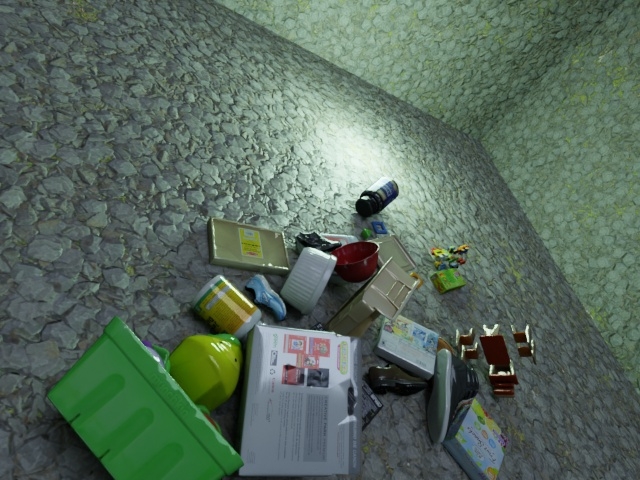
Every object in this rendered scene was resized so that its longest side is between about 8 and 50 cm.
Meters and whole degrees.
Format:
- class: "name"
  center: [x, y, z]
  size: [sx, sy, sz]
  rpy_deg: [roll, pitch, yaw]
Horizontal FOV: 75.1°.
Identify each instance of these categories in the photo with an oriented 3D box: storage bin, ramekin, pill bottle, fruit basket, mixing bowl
- class: "storage bin"
  center: [0.148, 0.217, 1.307]
  size: [0.123, 0.262, 0.260]
  rpy_deg: [44, 38, 5]
- class: "ramekin"
  center: [-0.043, 0.119, 1.293]
  size: [0.109, 0.207, 0.207]
  rpy_deg: [28, 39, -3]
- class: "pill bottle"
  center: [-0.234, 0.201, 1.114]
  size: [0.208, 0.117, 0.117]
  rpy_deg: [43, 38, 1]
- class: "fruit basket"
  center: [-0.288, 0.312, 0.869]
  size: [0.392, 0.283, 0.392]
  rpy_deg: [10, 60, -18]
- class: "pill bottle"
  center: [0.255, -0.194, 1.893]
  size: [0.123, 0.123, 0.219]
  rpy_deg: [46, 51, 5]
- class: "mixing bowl"
  center: [0.123, 0.083, 1.436]
  size: [0.181, 0.181, 0.098]
  rpy_deg: [-44, 124, -52]

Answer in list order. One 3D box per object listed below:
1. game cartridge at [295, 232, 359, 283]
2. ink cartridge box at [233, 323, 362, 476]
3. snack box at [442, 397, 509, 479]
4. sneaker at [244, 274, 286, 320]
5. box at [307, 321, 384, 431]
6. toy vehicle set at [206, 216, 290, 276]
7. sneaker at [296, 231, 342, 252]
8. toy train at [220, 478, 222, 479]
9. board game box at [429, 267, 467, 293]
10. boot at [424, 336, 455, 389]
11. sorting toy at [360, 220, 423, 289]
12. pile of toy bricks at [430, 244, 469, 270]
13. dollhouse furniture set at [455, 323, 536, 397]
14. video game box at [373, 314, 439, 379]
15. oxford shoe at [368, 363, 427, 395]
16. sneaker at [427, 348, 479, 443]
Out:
- class: "game cartridge"
  center: [0.060, 0.067, 1.549]
  size: [0.294, 0.060, 0.196]
  rpy_deg: [3, 56, -39]
- class: "ink cartridge box"
  center: [-0.049, 0.374, 0.978]
  size: [0.272, 0.130, 0.309]
  rpy_deg: [10, 66, -15]
- class: "snack box"
  center: [0.508, 0.652, 1.353]
  size: [0.174, 0.070, 0.207]
  rpy_deg: [50, 40, 10]
- class: "sneaker"
  center: [-0.168, 0.183, 1.250]
  size: [0.073, 0.063, 0.162]
  rpy_deg: [-34, 73, -33]
- class: "box"
  center: [0.003, 0.410, 1.149]
  size: [0.307, 0.076, 0.242]
  rpy_deg: [51, 39, 12]
- class: "toy vehicle set"
  center: [-0.232, 0.021, 1.354]
  size: [0.267, 0.035, 0.166]
  rpy_deg: [13, 46, -32]
- class: "sneaker"
  center: [-0.001, 0.001, 1.475]
  size: [0.170, 0.051, 0.089]
  rpy_deg: [-14, 69, -43]
- class: "toy train"
  center: [-0.181, 0.560, 0.889]
  size: [0.158, 0.027, 0.036]
  rpy_deg: [41, 49, -2]
- class: "board game box"
  center: [0.582, 0.182, 1.890]
  size: [0.181, 0.043, 0.092]
  rpy_deg: [-6, 57, -44]
- class: "boot"
  center: [0.412, 0.435, 1.481]
  size: [0.152, 0.073, 0.197]
  rpy_deg: [6, 48, -32]
- class: "sorting toy"
  center: [0.294, 0.070, 1.752]
  size: [0.196, 0.047, 0.347]
  rpy_deg: [-15, 64, -42]
- class: "pile of toy bricks"
  center: [0.599, 0.070, 1.984]
  size: [0.212, 0.118, 0.105]
  rpy_deg: [-14, 34, -29]
- class: "dollhouse furniture set"
  center: [0.665, 0.448, 1.556]
  size: [0.259, 0.262, 0.135]
  rpy_deg: [63, 33, -24]
- class: "video game box"
  center: [0.300, 0.357, 1.443]
  size: [0.205, 0.048, 0.187]
  rpy_deg: [26, 40, 4]
- class: "oxford shoe"
  center: [0.251, 0.438, 1.331]
  size: [0.227, 0.083, 0.096]
  rpy_deg: [19, 39, -28]
- class: "sneaker"
  center: [0.440, 0.516, 1.351]
  size: [0.147, 0.104, 0.295]
  rpy_deg: [25, 58, -11]
